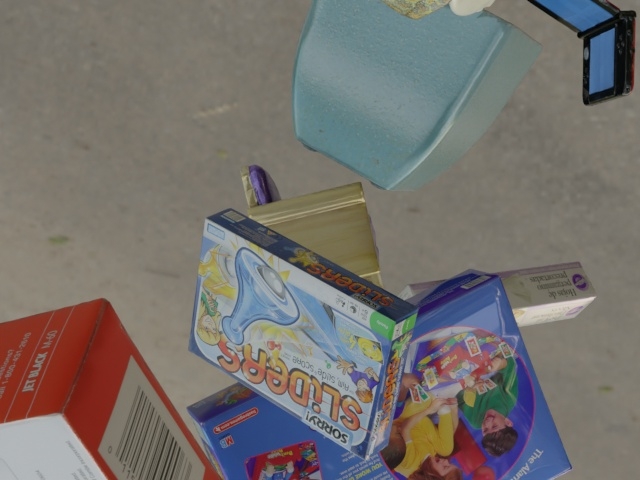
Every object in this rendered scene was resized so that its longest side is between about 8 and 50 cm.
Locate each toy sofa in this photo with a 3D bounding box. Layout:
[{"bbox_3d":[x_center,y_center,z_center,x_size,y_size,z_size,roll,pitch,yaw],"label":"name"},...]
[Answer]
[{"bbox_3d":[0.000,0.000,1.758,0.150,0.177,0.362,-12,169,3],"label":"toy sofa"}]

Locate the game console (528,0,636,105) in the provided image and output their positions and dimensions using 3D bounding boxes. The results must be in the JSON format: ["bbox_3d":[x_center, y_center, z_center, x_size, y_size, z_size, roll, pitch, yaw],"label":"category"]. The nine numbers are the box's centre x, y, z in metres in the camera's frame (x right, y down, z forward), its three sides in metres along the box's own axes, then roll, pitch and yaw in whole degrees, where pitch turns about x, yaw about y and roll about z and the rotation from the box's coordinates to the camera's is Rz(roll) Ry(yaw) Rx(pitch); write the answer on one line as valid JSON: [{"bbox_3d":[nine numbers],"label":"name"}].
[{"bbox_3d":[0.269,-0.209,1.362,0.085,0.124,0.144,1,-179,-5],"label":"game console"}]

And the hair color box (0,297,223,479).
[{"bbox_3d":[-0.125,0.083,0.419,0.167,0.053,0.093,-14,124,19],"label":"hair color box"}]

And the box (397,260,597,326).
[{"bbox_3d":[0.243,0.085,1.798,0.324,0.063,0.067,-5,150,-35],"label":"box"}]

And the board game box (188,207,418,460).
[{"bbox_3d":[-0.020,0.075,1.072,0.201,0.035,0.136,27,123,30],"label":"board game box"}]

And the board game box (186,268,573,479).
[{"bbox_3d":[0.066,0.208,1.359,0.347,0.233,0.078,-25,-169,-14],"label":"board game box"}]

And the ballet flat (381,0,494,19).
[{"bbox_3d":[0.102,-0.232,1.048,0.123,0.123,0.348,1,-167,14],"label":"ballet flat"}]

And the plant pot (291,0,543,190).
[{"bbox_3d":[0.102,-0.201,1.646,0.247,0.252,0.248,29,-169,15],"label":"plant pot"}]
